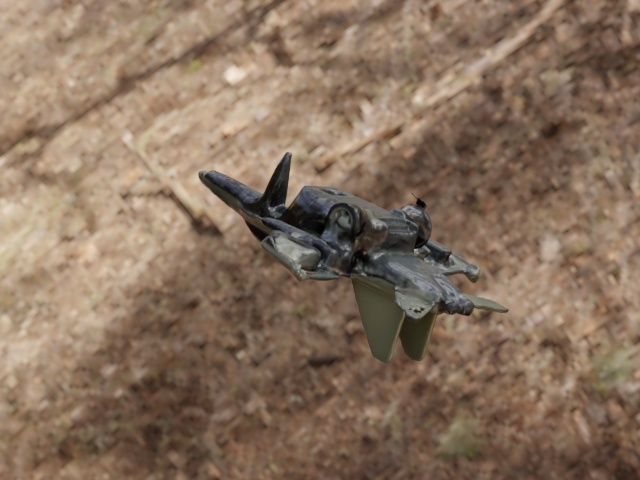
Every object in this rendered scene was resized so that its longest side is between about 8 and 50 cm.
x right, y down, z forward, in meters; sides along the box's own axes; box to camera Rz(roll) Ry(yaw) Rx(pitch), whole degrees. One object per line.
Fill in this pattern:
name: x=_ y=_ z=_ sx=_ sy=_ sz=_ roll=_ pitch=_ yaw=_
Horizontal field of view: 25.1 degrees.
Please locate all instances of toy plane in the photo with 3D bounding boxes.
toy plane: x=0.004 y=-0.010 z=0.987 sx=0.262 sy=0.192 sz=0.088 roll=39 pitch=114 yaw=35
